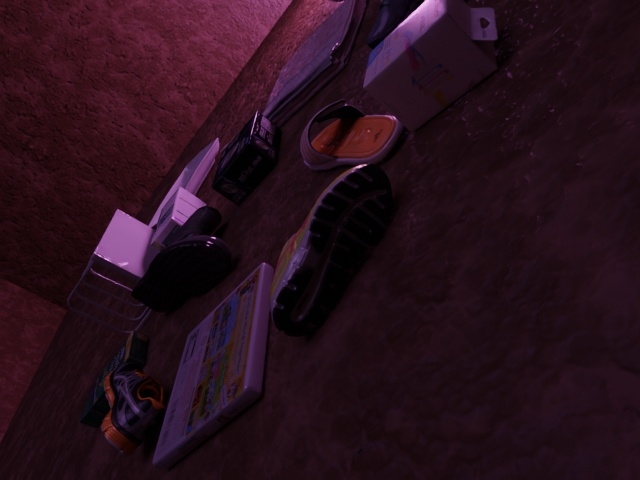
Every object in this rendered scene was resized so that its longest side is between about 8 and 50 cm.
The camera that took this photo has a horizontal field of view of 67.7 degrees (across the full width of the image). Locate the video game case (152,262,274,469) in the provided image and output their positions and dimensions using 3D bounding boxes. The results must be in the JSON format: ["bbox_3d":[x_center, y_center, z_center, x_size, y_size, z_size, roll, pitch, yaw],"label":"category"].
[{"bbox_3d":[-0.141,0.164,0.659,0.206,0.026,0.227,-43,26,26],"label":"video game case"}]

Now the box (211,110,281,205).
[{"bbox_3d":[-0.169,-0.194,1.111,0.147,0.077,0.180,-42,27,27],"label":"box"}]

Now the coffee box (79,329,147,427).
[{"bbox_3d":[-0.440,0.293,1.024,0.184,0.040,0.113,-52,24,8],"label":"coffee box"}]

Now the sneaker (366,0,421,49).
[{"bbox_3d":[0.138,-0.459,0.859,0.224,0.098,0.083,-53,24,5],"label":"sneaker"}]

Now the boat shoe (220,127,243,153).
[{"bbox_3d":[-0.247,-0.295,1.436,0.133,0.042,0.049,-41,2,28],"label":"boat shoe"}]

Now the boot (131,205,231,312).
[{"bbox_3d":[-0.266,0.005,0.999,0.338,0.118,0.223,-24,33,43],"label":"boot"}]

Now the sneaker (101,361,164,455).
[{"bbox_3d":[-0.294,0.253,0.774,0.083,0.084,0.215,-43,26,-7],"label":"sneaker"}]

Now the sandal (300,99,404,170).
[{"bbox_3d":[0.027,-0.166,0.710,0.102,0.076,0.265,-58,24,-8],"label":"sandal"}]

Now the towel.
[{"bbox_3d":[-0.029,-0.445,1.211,0.331,0.053,0.317,-30,34,43],"label":"towel"}]

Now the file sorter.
[{"bbox_3d":[-0.506,0.083,1.241,0.173,0.192,0.278,-52,24,13],"label":"file sorter"}]

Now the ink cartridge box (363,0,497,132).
[{"bbox_3d":[0.135,-0.220,0.564,0.143,0.090,0.092,-34,31,40],"label":"ink cartridge box"}]

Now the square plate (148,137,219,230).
[{"bbox_3d":[-0.504,-0.185,1.757,0.344,0.049,0.347,-16,45,54],"label":"square plate"}]

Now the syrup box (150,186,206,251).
[{"bbox_3d":[-0.376,-0.048,1.283,0.093,0.096,0.237,-48,24,13],"label":"syrup box"}]

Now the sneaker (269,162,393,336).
[{"bbox_3d":[0.000,0.000,0.542,0.209,0.081,0.094,-55,22,1],"label":"sneaker"}]
